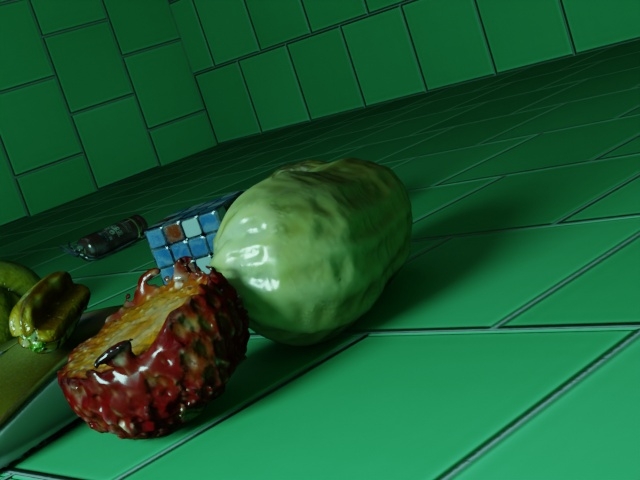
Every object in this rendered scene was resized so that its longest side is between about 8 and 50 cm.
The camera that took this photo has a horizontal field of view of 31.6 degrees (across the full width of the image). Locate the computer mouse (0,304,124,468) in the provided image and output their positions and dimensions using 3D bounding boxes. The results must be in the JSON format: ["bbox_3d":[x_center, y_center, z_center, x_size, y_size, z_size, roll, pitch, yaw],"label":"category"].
[{"bbox_3d":[-0.225,0.110,0.937,0.158,0.072,0.310,-14,11,36],"label":"computer mouse"}]

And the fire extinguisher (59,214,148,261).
[{"bbox_3d":[-0.355,0.001,1.884,0.064,0.043,0.158,34,37,21],"label":"fire extinguisher"}]

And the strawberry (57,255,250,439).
[{"bbox_3d":[-0.111,0.080,0.791,0.145,0.086,0.145,-40,12,11],"label":"strawberry"}]

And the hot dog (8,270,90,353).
[{"bbox_3d":[-0.212,0.057,0.885,0.037,0.049,0.122,-48,6,14],"label":"hot dog"}]

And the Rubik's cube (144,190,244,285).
[{"bbox_3d":[-0.123,0.008,1.248,0.092,0.092,0.092,-15,10,20],"label":"Rubik's cube"}]

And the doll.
[{"bbox_3d":[-0.396,0.089,1.346,0.137,0.097,0.209,19,18,-4],"label":"doll"}]

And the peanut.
[{"bbox_3d":[0.000,0.000,0.946,0.147,0.147,0.305,-14,9,23],"label":"peanut"}]

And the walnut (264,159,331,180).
[{"bbox_3d":[-0.015,-0.045,1.322,0.124,0.105,0.105,-29,12,-11],"label":"walnut"}]
